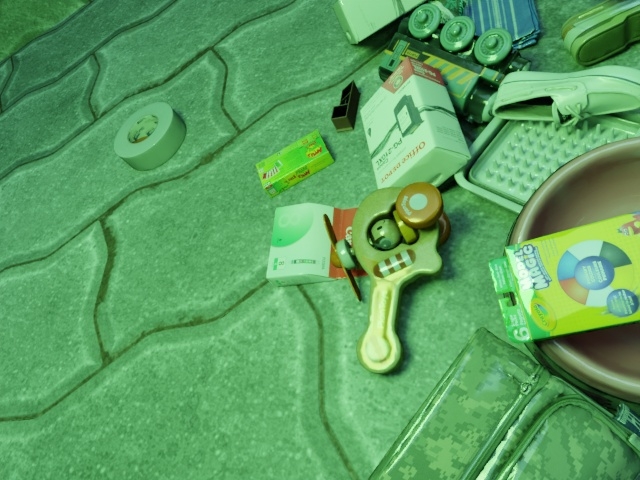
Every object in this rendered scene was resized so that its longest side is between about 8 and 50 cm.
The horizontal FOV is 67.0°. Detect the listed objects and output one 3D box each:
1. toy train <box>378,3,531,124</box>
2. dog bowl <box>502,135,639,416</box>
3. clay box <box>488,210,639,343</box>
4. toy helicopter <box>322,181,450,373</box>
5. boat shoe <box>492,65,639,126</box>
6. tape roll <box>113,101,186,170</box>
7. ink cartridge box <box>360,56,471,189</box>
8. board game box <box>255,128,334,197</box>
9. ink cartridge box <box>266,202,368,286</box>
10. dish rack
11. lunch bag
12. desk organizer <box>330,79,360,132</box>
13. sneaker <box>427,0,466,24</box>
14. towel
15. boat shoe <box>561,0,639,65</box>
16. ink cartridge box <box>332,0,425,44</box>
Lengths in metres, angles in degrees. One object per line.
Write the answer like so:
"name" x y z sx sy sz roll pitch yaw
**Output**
"toy train" 0.289 -0.389 1.082 0.334 0.142 0.190 37 103 30
"dog bowl" 0.452 0.038 0.664 0.407 0.150 0.408 -8 74 28
"clay box" 0.334 0.049 0.609 0.222 0.053 0.128 -18 69 24
"toy helicopter" 0.109 0.065 0.904 0.234 0.140 0.355 1 71 22
"boat shoe" 0.443 -0.250 0.868 0.267 0.096 0.088 17 73 36
"tape roll" -0.527 -0.322 1.495 0.219 0.072 0.219 -13 55 20
"ink cartridge box" 0.186 -0.223 0.998 0.172 0.100 0.237 -43 47 46
"board game box" -0.065 -0.192 1.202 0.181 0.043 0.092 -29 52 8
"ink cartridge box" 0.000 0.000 1.045 0.224 0.056 0.181 -9 58 23
"dish rack" 0.453 -0.139 0.894 0.332 0.072 0.285 34 80 37
"lunch bag" 0.243 0.303 0.646 0.256 0.212 0.305 36 81 20
"desk organizer" 0.064 -0.342 1.227 0.047 0.050 0.130 -3 59 25
"sneaker" 0.328 -0.564 1.191 0.076 0.065 0.167 -26 51 6
"towel" 0.357 -0.537 1.212 0.335 0.040 0.243 -8 57 22
"boat shoe" 0.650 -0.470 0.978 0.302 0.113 0.103 -19 55 13
"ink cartridge box" 0.182 -0.642 1.263 0.283 0.117 0.207 -29 20 7
